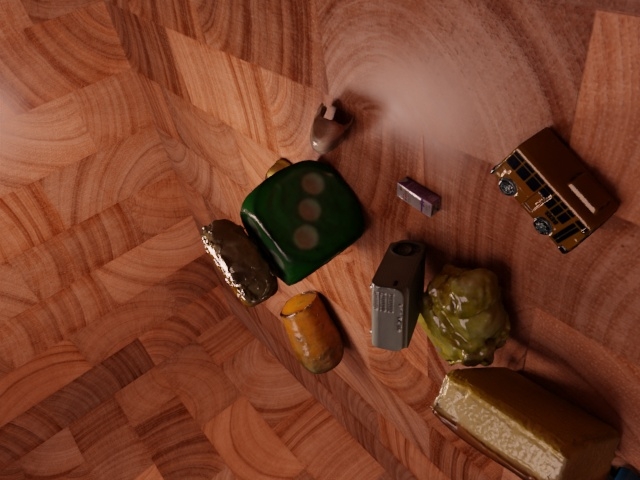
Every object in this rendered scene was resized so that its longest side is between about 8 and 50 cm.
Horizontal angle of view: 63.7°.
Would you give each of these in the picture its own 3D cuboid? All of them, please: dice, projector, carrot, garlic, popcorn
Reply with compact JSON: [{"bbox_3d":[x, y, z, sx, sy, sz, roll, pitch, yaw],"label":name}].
[{"bbox_3d":[-0.061,-0.053,1.621,0.300,0.297,0.287,53,160,6],"label":"dice"},{"bbox_3d":[0.205,0.137,1.367,0.108,0.250,0.198,8,121,20],"label":"projector"},{"bbox_3d":[-0.035,0.411,2.270,0.224,0.224,0.340,8,129,60],"label":"carrot"},{"bbox_3d":[0.023,-0.288,1.385,0.099,0.123,0.174,25,-175,5],"label":"garlic"},{"bbox_3d":[0.347,0.171,1.283,0.225,0.174,0.285,33,150,51],"label":"popcorn"}]

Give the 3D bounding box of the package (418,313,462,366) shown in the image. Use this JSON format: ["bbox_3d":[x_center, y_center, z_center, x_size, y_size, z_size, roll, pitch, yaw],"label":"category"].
[{"bbox_3d":[0.362,0.256,1.466,0.226,0.090,0.168,57,153,6],"label":"package"}]

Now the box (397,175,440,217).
[{"bbox_3d":[0.243,-0.110,1.283,0.117,0.036,0.050,41,153,33],"label":"box"}]

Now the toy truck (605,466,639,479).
[{"bbox_3d":[0.687,0.682,1.329,0.175,0.146,0.367,42,153,20],"label":"toy truck"}]

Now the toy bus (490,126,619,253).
[{"bbox_3d":[0.415,-0.089,0.905,0.201,0.098,0.114,53,157,11],"label":"toy bus"}]

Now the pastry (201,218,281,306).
[{"bbox_3d":[-0.256,0.066,1.632,0.329,0.136,0.329,51,165,19],"label":"pastry"}]

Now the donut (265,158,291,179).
[{"bbox_3d":[-0.134,-0.201,1.847,0.166,0.073,0.184,57,158,-10],"label":"donut"}]

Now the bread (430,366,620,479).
[{"bbox_3d":[0.477,0.428,1.209,0.333,0.324,0.143,28,103,48],"label":"bread"}]
